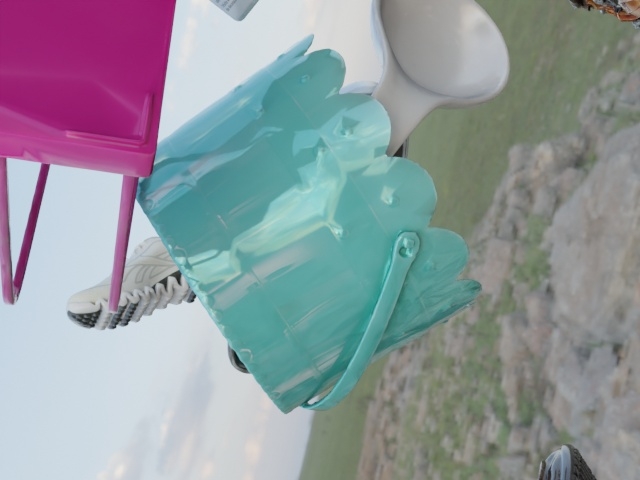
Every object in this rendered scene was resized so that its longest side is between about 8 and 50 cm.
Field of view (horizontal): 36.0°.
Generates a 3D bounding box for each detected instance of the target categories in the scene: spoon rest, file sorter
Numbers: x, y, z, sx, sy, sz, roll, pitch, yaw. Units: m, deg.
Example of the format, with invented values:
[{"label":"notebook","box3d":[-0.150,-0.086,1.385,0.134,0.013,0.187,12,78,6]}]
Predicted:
[{"label":"spoon rest","box3d":[0.071,-0.125,0.783,0.276,0.137,0.084,-57,8,-36]},{"label":"file sorter","box3d":[-0.245,-0.083,0.601,0.182,0.290,0.202,110,164,-48]}]

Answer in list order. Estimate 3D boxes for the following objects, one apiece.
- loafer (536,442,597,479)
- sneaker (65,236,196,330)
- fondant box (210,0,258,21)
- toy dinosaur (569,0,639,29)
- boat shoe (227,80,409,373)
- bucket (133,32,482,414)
[{"label":"loafer","box3d":[0.290,0.409,1.263,0.134,0.130,0.366,56,-149,-20]},{"label":"sneaker","box3d":[-0.294,0.063,1.631,0.292,0.118,0.110,-18,-18,-38]},{"label":"fondant box","box3d":[-0.121,-0.322,0.633,0.238,0.330,0.096,-30,28,60]},{"label":"toy dinosaur","box3d":[0.336,-0.240,0.903,0.322,0.218,0.164,-97,10,-61]},{"label":"boat shoe","box3d":[0.000,0.000,1.024,0.119,0.121,0.335,-97,30,-68]},{"label":"bucket","box3d":[-0.018,-0.006,0.801,0.183,0.281,0.281,-33,-6,-4]}]
